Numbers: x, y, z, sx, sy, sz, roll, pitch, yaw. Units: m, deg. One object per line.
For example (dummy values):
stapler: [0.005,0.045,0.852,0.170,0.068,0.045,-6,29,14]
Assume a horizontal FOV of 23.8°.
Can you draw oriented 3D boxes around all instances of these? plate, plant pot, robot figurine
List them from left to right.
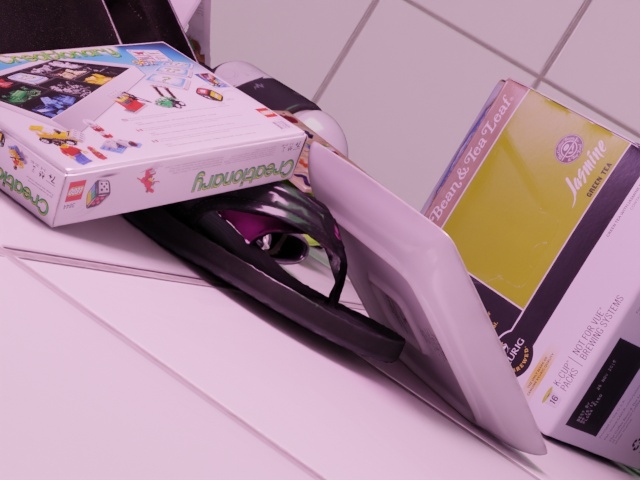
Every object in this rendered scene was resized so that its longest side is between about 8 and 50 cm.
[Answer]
plant pot: [-0.257,-0.209,1.614,0.187,0.167,0.188,64,16,18]
robot figurine: [-0.092,-0.140,2.121,0.278,0.173,0.209,34,43,27]
plate: [0.089,0.061,1.452,0.278,0.045,0.277,39,-20,56]

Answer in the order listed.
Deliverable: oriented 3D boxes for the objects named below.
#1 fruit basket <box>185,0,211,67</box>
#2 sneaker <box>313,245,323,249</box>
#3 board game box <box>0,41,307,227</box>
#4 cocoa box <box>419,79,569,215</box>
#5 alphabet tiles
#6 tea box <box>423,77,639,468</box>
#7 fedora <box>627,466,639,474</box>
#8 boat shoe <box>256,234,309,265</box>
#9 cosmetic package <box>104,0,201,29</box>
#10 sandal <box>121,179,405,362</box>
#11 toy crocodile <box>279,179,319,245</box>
fruit basket: [-0.319,-0.362,2.342,0.327,0.165,0.353,23,-42,13]
sneaker: [0.000,0.000,2.113,0.083,0.032,0.037,16,30,-54]
board game box: [-0.177,-0.100,1.303,0.193,0.053,0.305,34,28,27]
cocoa box: [0.288,-0.016,2.142,0.231,0.347,0.228,29,5,-18]
alphabet tiles: [-0.057,-0.113,1.881,0.237,0.009,0.198,-2,35,-49]
tea box: [0.296,0.037,1.796,0.220,0.329,0.323,25,9,-47]
fedora: [0.432,0.225,1.941,0.244,0.124,0.275,32,5,14]
boat shoe: [-0.069,-0.018,1.617,0.065,0.075,0.206,31,0,24]
cosmetic package: [-0.384,-0.319,1.773,0.453,0.230,0.161,32,4,-9]
sandal: [-0.097,-0.036,1.427,0.446,0.107,0.167,34,6,20]
toy crocodile: [-0.110,-0.085,1.914,0.340,0.105,0.115,38,25,29]
